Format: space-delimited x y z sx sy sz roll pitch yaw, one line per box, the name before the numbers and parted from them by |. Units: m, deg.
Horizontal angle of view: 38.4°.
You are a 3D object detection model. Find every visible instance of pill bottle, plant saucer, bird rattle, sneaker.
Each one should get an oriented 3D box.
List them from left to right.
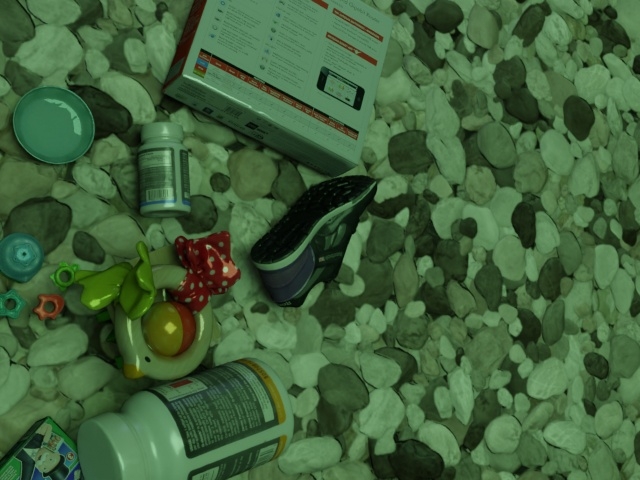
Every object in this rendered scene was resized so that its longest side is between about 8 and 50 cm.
plant saucer | -0.396 -0.169 1.363 0.119 0.021 0.119 6 77 -29
pill bottle | -0.240 -0.107 1.409 0.078 0.078 0.137 1 80 -30
bird rattle | -0.221 0.093 1.305 0.254 0.143 0.206 -2 89 -58
pill bottle | -0.188 0.274 1.303 0.279 0.162 0.162 -13 87 -39
sneaker | 0.000 0.000 1.535 0.283 0.107 0.124 -42 127 -33

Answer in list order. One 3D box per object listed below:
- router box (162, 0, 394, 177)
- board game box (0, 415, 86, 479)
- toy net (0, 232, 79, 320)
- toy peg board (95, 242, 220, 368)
router box | -0.058 -0.310 1.537 0.336 0.082 0.301 25 66 -24
board game box | -0.393 0.419 1.201 0.213 0.046 0.317 51 47 -14
toy net | -0.442 0.103 1.278 0.122 0.045 0.232 40 66 -20
toy peg board | -0.258 0.105 1.374 0.161 0.079 0.161 -25 94 -46
